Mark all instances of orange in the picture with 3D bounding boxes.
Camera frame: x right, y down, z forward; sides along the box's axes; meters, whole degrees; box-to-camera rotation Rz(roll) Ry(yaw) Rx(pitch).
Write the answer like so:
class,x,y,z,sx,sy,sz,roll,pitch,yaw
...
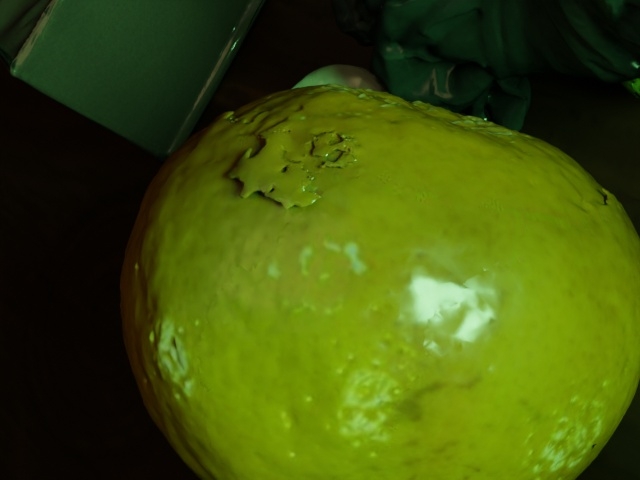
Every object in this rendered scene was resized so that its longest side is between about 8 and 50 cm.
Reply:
class,x,y,z,sx,sy,sz,roll,pitch,yaw
orange,0.026,0.030,0.547,0.219,0.219,0.193,13,79,54

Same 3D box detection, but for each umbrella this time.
class,x,y,z,sx,sy,sz,roll,pitch,yaw
umbrella,0.082,-0.116,0.586,0.349,0.094,0.143,-162,76,-65

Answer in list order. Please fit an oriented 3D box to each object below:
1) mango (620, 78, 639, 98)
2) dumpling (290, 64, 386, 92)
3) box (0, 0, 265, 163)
class,x,y,z,sx,sy,sz,roll,pitch,yaw
mango,0.174,-0.142,0.584,0.091,0.074,0.165,28,98,45
dumpling,0.001,-0.002,0.708,0.134,0.100,0.169,36,79,25
box,-0.134,-0.220,0.955,0.252,0.153,0.188,-57,37,8
